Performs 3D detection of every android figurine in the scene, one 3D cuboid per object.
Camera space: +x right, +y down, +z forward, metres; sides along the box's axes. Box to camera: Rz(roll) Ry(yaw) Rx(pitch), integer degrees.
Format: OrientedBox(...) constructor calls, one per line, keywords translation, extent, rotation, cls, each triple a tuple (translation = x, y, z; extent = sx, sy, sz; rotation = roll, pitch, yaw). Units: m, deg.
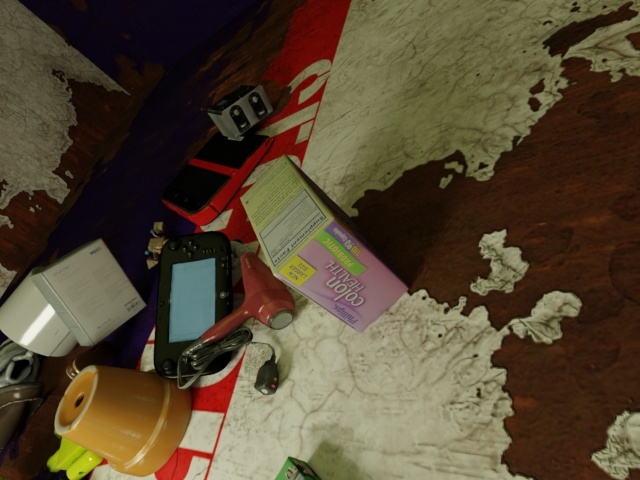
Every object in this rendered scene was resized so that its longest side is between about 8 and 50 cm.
OrientedBox(translation=(-0.549, 0.429, 1.029), extent=(0.273, 0.056, 0.248), rotation=(-41, 38, 11), cls="android figurine")

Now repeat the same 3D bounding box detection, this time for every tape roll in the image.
OrientedBox(translation=(-0.839, 0.221, 1.336), extent=(0.169, 0.246, 0.246), rotation=(-51, 38, -3), cls="tape roll")

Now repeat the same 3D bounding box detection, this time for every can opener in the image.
OrientedBox(translation=(-0.260, 0.121, 1.012), extent=(0.280, 0.074, 0.093), rotation=(-53, 4, -8), cls="can opener")

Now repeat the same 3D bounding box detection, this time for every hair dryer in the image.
OrientedBox(translation=(-0.159, 0.144, 0.827), extent=(0.224, 0.080, 0.293), rotation=(1, 53, 18), cls="hair dryer")

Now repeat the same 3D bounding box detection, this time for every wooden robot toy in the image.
OrientedBox(translation=(-0.490, 0.016, 1.335), extent=(0.079, 0.076, 0.173), rotation=(-5, 46, -3), cls="wooden robot toy")

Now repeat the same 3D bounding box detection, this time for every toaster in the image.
OrientedBox(translation=(-0.274, -0.433, 1.418), extent=(0.168, 0.110, 0.186), rotation=(-41, 35, -16), cls="toaster")

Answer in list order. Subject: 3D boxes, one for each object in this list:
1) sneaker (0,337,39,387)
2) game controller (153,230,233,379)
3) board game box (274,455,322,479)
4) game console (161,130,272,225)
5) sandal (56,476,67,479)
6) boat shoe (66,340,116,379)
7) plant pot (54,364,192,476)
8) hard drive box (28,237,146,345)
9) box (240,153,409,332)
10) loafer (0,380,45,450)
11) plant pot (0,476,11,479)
OrientedBox(translation=(-1.094, 0.500, 1.433), extent=(0.210, 0.137, 0.366), rotation=(1, 56, 48), cls="sneaker")
OrientedBox(translation=(-0.270, 0.130, 0.918), extent=(0.166, 0.067, 0.319), rotation=(-12, 66, 13), cls="game controller")
OrientedBox(translation=(-0.060, 0.475, 0.520), extent=(0.213, 0.046, 0.317), rotation=(23, 76, 52), cls="board game box")
OrientedBox(translation=(-0.350, -0.218, 1.397), extent=(0.342, 0.060, 0.386), rotation=(-52, 38, -13), cls="game console")
OrientedBox(translation=(-0.556, 0.586, 0.908), extent=(0.090, 0.060, 0.219), rotation=(-56, 24, -19), cls="sandal")
OrientedBox(translation=(-0.602, 0.324, 1.107), extent=(0.073, 0.073, 0.207), rotation=(-37, 2, -4), cls="boat shoe")
OrientedBox(translation=(-0.398, 0.340, 0.849), extent=(0.205, 0.188, 0.205), rotation=(-26, 43, 27), cls="plant pot")
OrientedBox(translation=(-0.625, 0.139, 1.162), extent=(0.089, 0.232, 0.181), rotation=(-11, 23, 38), cls="hard drive box")
OrientedBox(translation=(0.000, 0.000, 0.727), extent=(0.117, 0.213, 0.243), rotation=(-43, 38, 8), cls="box")
OrientedBox(translation=(-0.931, 0.546, 1.269), extent=(0.366, 0.134, 0.130), rotation=(-44, 60, 22), cls="loafer")
OrientedBox(translation=(-0.741, 0.647, 0.905), extent=(0.228, 0.227, 0.207), rotation=(-41, 32, 12), cls="plant pot")
